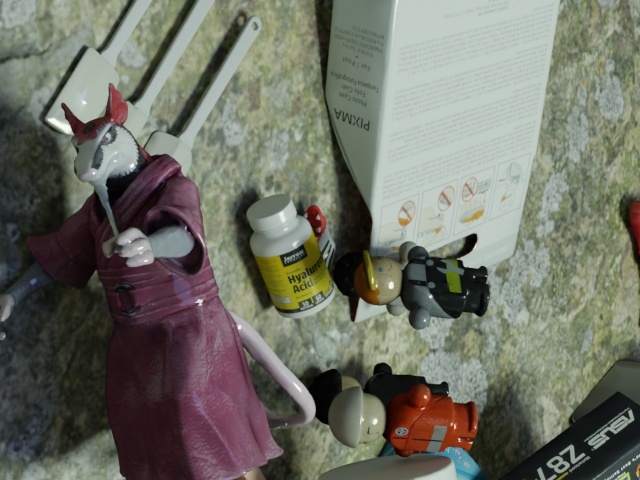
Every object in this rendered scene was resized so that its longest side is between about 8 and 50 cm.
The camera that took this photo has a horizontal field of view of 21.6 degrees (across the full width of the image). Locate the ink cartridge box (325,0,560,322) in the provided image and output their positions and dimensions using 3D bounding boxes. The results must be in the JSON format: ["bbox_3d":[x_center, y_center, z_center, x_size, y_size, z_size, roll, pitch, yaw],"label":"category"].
[{"bbox_3d":[0.128,-0.132,1.850,0.308,0.091,0.385,-20,126,-46],"label":"ink cartridge box"}]

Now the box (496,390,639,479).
[{"bbox_3d":[0.247,0.403,1.902,0.395,0.097,0.318,-32,129,-21],"label":"box"}]

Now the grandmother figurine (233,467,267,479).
[{"bbox_3d":[-0.038,0.345,1.682,0.208,0.104,0.342,-48,125,-22],"label":"grandmother figurine"}]

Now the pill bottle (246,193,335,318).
[{"bbox_3d":[-0.033,0.015,1.673,0.065,0.065,0.116,-43,123,-36],"label":"pill bottle"}]

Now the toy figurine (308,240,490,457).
[{"bbox_3d":[0.074,0.106,1.685,0.148,0.213,0.209,5,94,-6],"label":"toy figurine"}]

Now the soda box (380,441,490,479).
[{"bbox_3d":[0.150,0.290,1.901,0.210,0.071,0.067,50,58,-39],"label":"soda box"}]

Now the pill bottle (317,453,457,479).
[{"bbox_3d":[0.081,0.361,1.634,0.161,0.161,0.283,-13,96,-47],"label":"pill bottle"}]

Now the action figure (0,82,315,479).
[{"bbox_3d":[-0.123,0.042,1.429,0.276,0.248,0.370,-22,105,-41],"label":"action figure"}]

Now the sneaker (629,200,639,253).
[{"bbox_3d":[0.458,0.047,2.208,0.221,0.087,0.128,41,63,-41],"label":"sneaker"}]

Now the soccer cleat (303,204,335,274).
[{"bbox_3d":[0.000,0.000,1.737,0.035,0.029,0.083,-32,121,-51],"label":"soccer cleat"}]

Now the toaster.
[{"bbox_3d":[0.422,0.255,2.171,0.186,0.110,0.168,-43,125,-36],"label":"toaster"}]

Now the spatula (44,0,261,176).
[{"bbox_3d":[-0.147,-0.155,1.566,0.168,0.019,0.242,45,61,-34],"label":"spatula"}]
